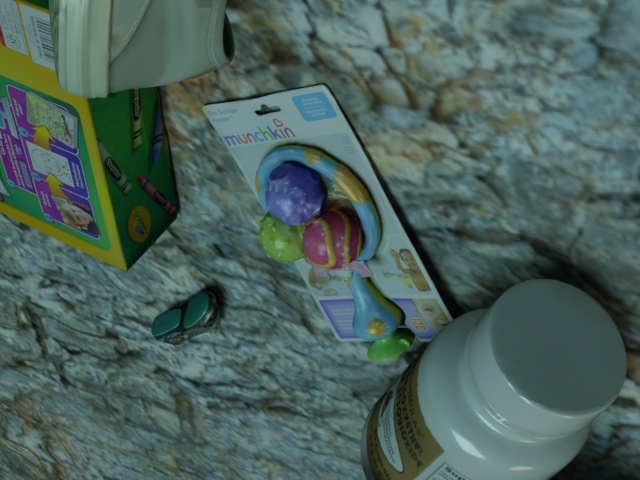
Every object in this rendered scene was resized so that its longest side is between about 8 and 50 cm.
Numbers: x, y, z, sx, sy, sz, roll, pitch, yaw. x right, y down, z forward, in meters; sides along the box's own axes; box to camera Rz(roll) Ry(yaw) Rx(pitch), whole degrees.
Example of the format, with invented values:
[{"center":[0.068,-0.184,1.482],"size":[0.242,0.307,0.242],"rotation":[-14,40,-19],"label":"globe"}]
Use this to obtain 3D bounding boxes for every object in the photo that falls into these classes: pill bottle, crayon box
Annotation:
[{"center":[0.124,0.123,0.989],"size":[0.131,0.131,0.229],"rotation":[37,146,3],"label":"pill bottle"},{"center":[-0.215,-0.117,1.071],"size":[0.165,0.081,0.278],"rotation":[24,144,22],"label":"crayon box"}]

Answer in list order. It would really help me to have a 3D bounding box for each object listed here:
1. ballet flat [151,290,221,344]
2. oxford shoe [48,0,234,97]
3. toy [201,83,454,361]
[{"center":[-0.114,0.073,1.247],"size":[0.041,0.041,0.114],"rotation":[48,146,-13],"label":"ballet flat"},{"center":[-0.083,-0.265,0.743],"size":[0.130,0.169,0.449],"rotation":[-2,137,-13],"label":"oxford shoe"},{"center":[0.000,0.000,1.029],"size":[0.137,0.056,0.237],"rotation":[-4,128,44],"label":"toy"}]
